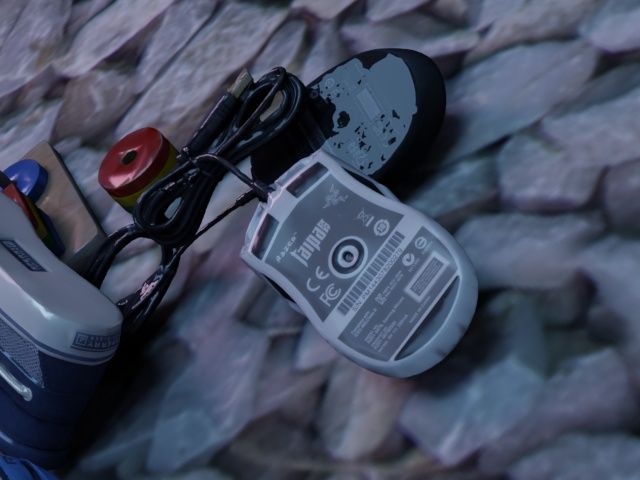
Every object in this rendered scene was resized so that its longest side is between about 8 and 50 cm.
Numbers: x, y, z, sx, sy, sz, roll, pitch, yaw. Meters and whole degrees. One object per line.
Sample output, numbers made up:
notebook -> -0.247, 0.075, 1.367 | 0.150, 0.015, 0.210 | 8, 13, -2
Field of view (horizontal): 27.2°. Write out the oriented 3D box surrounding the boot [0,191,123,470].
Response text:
boot -> -0.176, 0.034, 0.674 | 0.190, 0.069, 0.086 | 39, 112, 41

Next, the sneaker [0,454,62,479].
sneaker -> -0.138, 0.181, 0.523 | 0.069, 0.082, 0.209 | -20, 44, 22

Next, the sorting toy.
sorting toy -> -0.211, 0.008, 0.779 | 0.274, 0.046, 0.132 | -41, 38, 1

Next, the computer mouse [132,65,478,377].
computer mouse -> 0.000, 0.000, 0.593 | 0.106, 0.042, 0.193 | -51, 53, 2

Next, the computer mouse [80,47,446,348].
computer mouse -> -0.035, -0.011, 0.663 | 0.242, 0.041, 0.071 | -34, 63, 16
